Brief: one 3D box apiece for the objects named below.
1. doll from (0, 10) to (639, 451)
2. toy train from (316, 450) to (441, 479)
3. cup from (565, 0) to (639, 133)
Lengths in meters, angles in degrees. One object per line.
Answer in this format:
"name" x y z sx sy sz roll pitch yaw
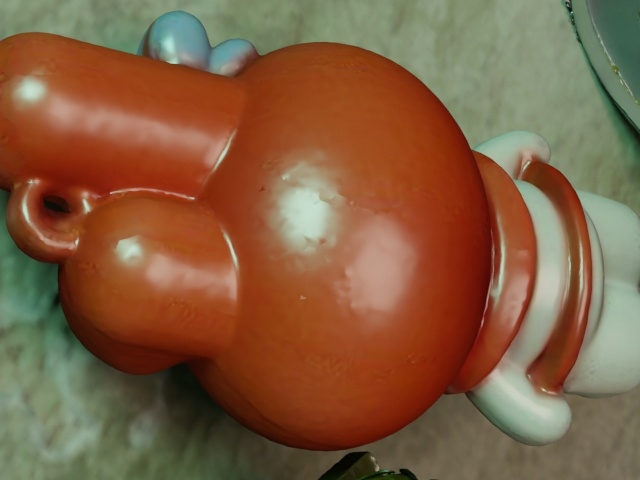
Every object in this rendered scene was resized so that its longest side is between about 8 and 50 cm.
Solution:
"doll" 0.000 0.000 0.694 0.290 0.130 0.161 11 68 -28
"toy train" -0.038 0.160 0.655 0.225 0.137 0.090 -36 106 -39
"cup" 0.280 -0.165 0.904 0.288 0.203 0.203 -36 110 -42
